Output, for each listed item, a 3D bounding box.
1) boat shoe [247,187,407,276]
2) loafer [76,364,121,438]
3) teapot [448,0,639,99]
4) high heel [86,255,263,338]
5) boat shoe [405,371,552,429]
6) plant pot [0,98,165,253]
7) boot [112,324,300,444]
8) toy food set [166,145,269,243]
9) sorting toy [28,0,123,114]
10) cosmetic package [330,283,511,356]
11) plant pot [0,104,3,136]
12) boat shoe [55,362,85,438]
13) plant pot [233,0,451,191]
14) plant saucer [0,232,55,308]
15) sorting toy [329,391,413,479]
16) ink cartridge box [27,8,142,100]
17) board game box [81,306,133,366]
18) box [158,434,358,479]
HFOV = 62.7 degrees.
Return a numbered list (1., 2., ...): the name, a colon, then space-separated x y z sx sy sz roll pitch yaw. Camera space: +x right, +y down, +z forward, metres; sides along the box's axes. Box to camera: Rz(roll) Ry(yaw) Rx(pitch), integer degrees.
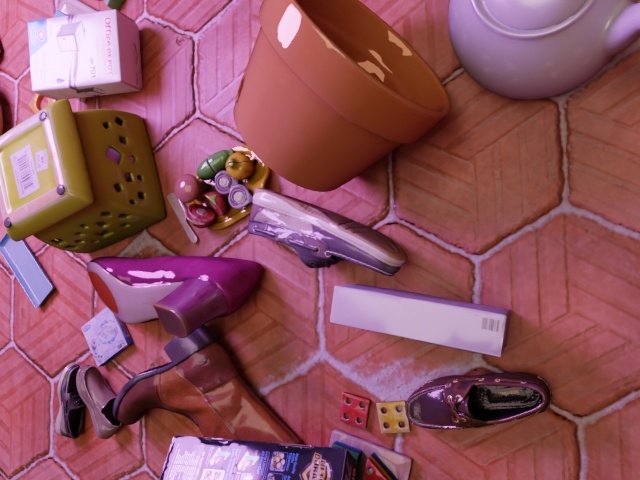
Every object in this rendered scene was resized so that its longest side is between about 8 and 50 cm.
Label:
1. boat shoe: 0.000 0.000 0.827 0.285 0.103 0.092 25 102 27
2. loafer: -0.421 0.306 1.015 0.050 0.056 0.148 -26 87 19
3. teapot: 0.273 -0.318 0.677 0.256 0.187 0.253 -15 81 23
4. high heel: -0.280 0.073 0.971 0.377 0.181 0.127 16 127 39
5. boat shoe: 0.212 0.223 0.733 0.207 0.073 0.073 -20 80 23
6. plant pot: -0.458 -0.115 0.973 0.227 0.207 0.228 -21 80 20
7. boot: -0.207 0.324 0.920 0.264 0.096 0.280 -43 80 9
8. toy food set: -0.194 -0.087 0.928 0.217 0.071 0.128 -30 75 19
9. sorting toy: -0.531 -0.411 1.109 0.196 0.047 0.348 33 100 22
10. cosmetic package: 0.143 0.110 0.756 0.239 0.099 0.061 8 92 24
11. plant pot: -0.819 -0.276 1.220 0.236 0.032 0.236 2 96 19
12. boat shoe: -0.488 0.319 1.045 0.049 0.056 0.152 12 101 19
13. plant pot: 0.010 -0.208 0.751 0.203 0.291 0.291 -47 70 31
14. plant saucer: -0.640 0.056 1.144 0.067 0.018 0.192 -47 70 14
15. sorting toy: 0.062 0.370 0.803 0.132 0.046 0.275 13 92 24
16. ink cartridge box: -0.459 -0.360 1.028 0.190 0.082 0.140 -3 92 11
17. board game box: -0.422 0.188 1.039 0.090 0.020 0.090 -36 74 18
18. box: -0.113 0.430 0.720 0.293 0.073 0.296 -4 49 19
